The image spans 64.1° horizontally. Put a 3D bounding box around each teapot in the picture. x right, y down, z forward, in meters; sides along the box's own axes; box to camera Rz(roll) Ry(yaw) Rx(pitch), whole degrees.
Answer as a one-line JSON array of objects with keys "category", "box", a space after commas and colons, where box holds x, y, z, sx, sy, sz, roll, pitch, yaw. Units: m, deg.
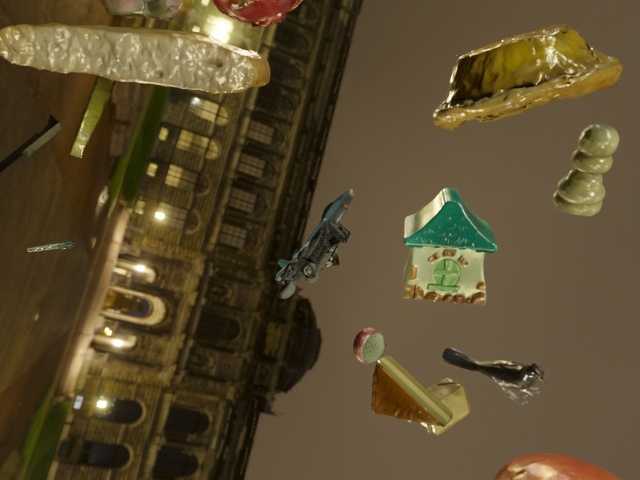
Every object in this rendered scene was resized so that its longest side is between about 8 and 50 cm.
[{"category": "teapot", "box": [-0.355, -0.533, 1.009, 0.163, 0.221, 0.178, -72, 160, -54]}]

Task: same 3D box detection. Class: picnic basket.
[{"category": "picnic basket", "box": [0.389, 0.527, 1.634, 0.079, 0.164, 0.115, 13, -57, 64]}]

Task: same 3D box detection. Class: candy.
[{"category": "candy", "box": [0.139, 0.297, 1.445, 0.043, 0.103, 0.103, 11, -96, 53]}]

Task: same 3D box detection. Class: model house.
[{"category": "model house", "box": [0.185, 0.006, 0.748, 0.100, 0.127, 0.149, -65, 157, -68]}]

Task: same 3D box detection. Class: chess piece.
[{"category": "chess piece", "box": [0.730, -0.200, 1.393, 0.133, 0.133, 0.243, -101, -172, -53]}]

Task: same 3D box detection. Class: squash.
[{"category": "squash", "box": [-0.526, -0.293, 1.169, 0.219, 0.041, 0.219, -40, -143, 39]}]

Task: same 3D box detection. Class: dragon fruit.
[{"category": "dragon fruit", "box": [-0.079, -0.308, 0.553, 0.136, 0.133, 0.166, -38, 175, 22]}]

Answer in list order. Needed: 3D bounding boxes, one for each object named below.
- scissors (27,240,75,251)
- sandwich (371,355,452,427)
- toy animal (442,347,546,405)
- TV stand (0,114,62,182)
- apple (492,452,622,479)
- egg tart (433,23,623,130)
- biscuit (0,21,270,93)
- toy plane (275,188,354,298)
[{"category": "scissors", "box": [-0.748, 0.018, 1.421, 0.058, 0.119, 0.014, -139, -136, -62]}, {"category": "sandwich", "box": [0.199, 0.321, 1.098, 0.163, 0.079, 0.114, 3, -87, 31]}, {"category": "toy animal", "box": [0.544, 0.396, 1.488, 0.081, 0.206, 0.367, -54, -160, -21]}, {"category": "TV stand", "box": [-0.769, -0.220, 1.295, 0.256, 0.040, 0.049, -49, -175, -19]}, {"category": "apple", "box": [0.492, 0.605, 0.985, 0.364, 0.363, 0.364, -52, -151, 44]}, {"category": "egg tart", "box": [0.417, -0.346, 1.084, 0.388, 0.387, 0.169, -156, -132, -70]}, {"category": "biscuit", "box": [-0.302, -0.368, 1.020, 0.446, 0.429, 0.104, -69, 166, -70]}, {"category": "toy plane", "box": [0.005, 0.006, 0.904, 0.078, 0.169, 0.246, 52, -48, 13]}]
